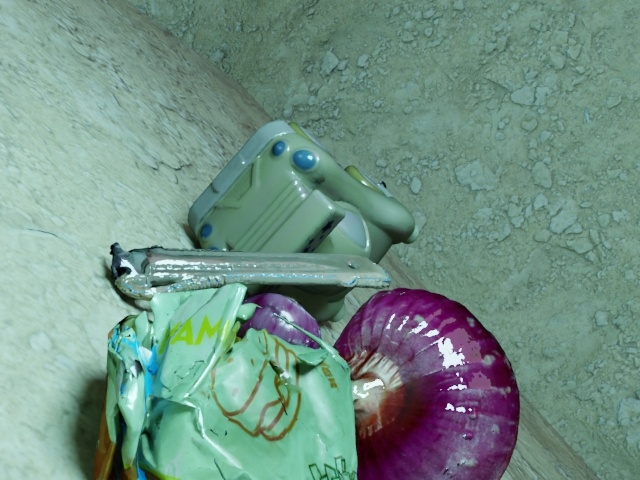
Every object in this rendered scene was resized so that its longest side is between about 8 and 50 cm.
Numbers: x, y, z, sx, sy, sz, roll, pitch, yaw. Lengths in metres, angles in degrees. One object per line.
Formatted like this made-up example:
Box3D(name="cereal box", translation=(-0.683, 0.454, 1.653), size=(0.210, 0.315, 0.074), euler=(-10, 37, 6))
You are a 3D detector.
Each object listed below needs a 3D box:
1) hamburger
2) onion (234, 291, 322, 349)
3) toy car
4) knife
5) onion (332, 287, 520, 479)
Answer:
Box3D(name="hamburger", translation=(-0.050, 0.142, 0.610), size=(0.260, 0.150, 0.276), euler=(47, 10, 4))
Box3D(name="onion", translation=(-0.055, 0.114, 0.887), size=(0.115, 0.115, 0.104), euler=(38, 56, -34))
Box3D(name="toy car", translation=(0.000, 0.000, 1.112), size=(0.336, 0.242, 0.226), euler=(31, 14, -48))
Box3D(name="knife", translation=(-0.070, 0.042, 0.869), size=(0.366, 0.043, 0.089), euler=(2, 41, -33))
Box3D(name="onion", translation=(0.119, 0.188, 0.884), size=(0.256, 0.230, 0.272), euler=(46, 3, 3))
